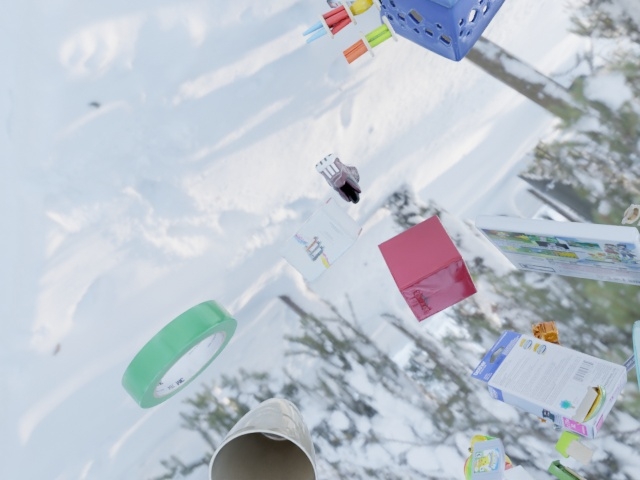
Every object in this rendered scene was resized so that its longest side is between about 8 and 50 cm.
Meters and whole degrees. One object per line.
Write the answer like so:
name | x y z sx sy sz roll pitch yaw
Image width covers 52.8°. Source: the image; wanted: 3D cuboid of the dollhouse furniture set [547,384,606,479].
dollhouse furniture set | 0.392 0.286 0.935 0.076 0.059 0.151 19 99 -52

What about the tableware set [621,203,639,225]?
tableware set | 0.834 -0.034 1.714 0.169 0.020 0.141 6 116 -29

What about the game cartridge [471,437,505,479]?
game cartridge | 0.278 0.368 1.068 0.056 0.017 0.083 -21 -147 32

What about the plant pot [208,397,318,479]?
plant pot | -0.124 0.521 1.624 0.256 0.257 0.274 -57 -176 14

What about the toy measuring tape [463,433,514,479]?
toy measuring tape | 0.430 0.613 1.562 0.121 0.330 0.121 -24 -164 8

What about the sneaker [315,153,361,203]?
sneaker | 0.089 -0.178 2.140 0.106 0.162 0.281 -41 159 15

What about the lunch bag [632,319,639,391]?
lunch bag | 0.738 0.273 1.277 0.279 0.224 0.108 16 155 -34

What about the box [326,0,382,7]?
box | 0.078 -0.595 1.351 0.036 0.114 0.206 15 79 -71

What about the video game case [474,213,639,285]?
video game case | 0.550 0.023 1.431 0.300 0.329 0.036 32 71 -50

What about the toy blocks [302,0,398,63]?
toy blocks | 0.051 -0.379 1.186 0.148 0.123 0.054 -29 170 12

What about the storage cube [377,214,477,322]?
storage cube | 0.305 0.082 1.830 0.193 0.215 0.183 -29 135 6

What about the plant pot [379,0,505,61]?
plant pot | 0.271 -0.584 1.436 0.236 0.236 0.212 -53 156 -7

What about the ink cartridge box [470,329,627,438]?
ink cartridge box | 0.544 0.335 1.553 0.186 0.311 0.065 -44 131 -29

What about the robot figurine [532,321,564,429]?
robot figurine | 0.651 0.390 1.844 0.211 0.085 0.290 -73 159 -65

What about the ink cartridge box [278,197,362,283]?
ink cartridge box | 0.000 0.000 1.712 0.176 0.127 0.128 -43 -175 22

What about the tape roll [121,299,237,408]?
tape roll | -0.357 0.293 1.661 0.321 0.077 0.321 -42 165 -14

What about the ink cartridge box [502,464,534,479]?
ink cartridge box | 0.279 0.661 1.273 0.395 0.166 0.285 -17 110 -8

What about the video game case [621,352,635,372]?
video game case | 0.901 0.311 1.803 0.196 0.026 0.274 -20 146 -40
